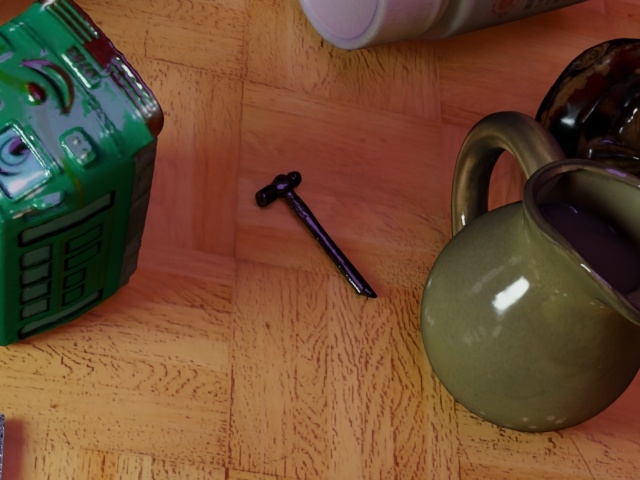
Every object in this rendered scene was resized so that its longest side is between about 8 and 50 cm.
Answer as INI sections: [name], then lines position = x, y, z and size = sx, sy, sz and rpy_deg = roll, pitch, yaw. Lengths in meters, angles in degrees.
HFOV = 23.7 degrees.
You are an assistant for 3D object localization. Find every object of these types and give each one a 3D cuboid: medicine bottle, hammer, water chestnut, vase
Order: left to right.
[hammer]
position = 0.000, 0.000, 1.682
size = 0.065, 0.021, 0.178
rpy_deg = -29, 74, -34
[medicine bottle]
position = 0.172, -0.364, 1.872
size = 0.388, 0.219, 0.219
rpy_deg = -17, 65, -30
[vase]
position = 0.227, 0.012, 1.584
size = 0.240, 0.302, 0.329
rpy_deg = -10, 61, -26
[water chestnut]
position = 0.362, -0.126, 1.782
size = 0.223, 0.224, 0.238
rpy_deg = 27, 19, -3

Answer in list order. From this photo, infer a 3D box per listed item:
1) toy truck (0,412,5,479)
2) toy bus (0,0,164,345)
[toy truck]
position = -0.310, 0.198, 1.417
size = 0.032, 0.024, 0.083
rpy_deg = 3, 56, -16
[toy bus]
position = -0.276, -0.048, 1.407
size = 0.199, 0.343, 0.183
rpy_deg = -34, 74, -24
